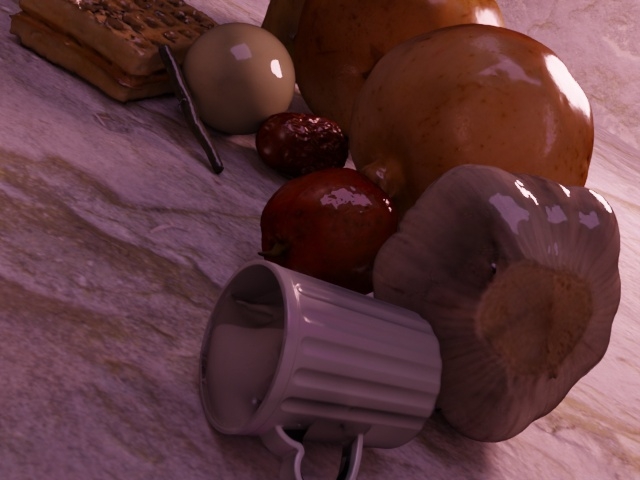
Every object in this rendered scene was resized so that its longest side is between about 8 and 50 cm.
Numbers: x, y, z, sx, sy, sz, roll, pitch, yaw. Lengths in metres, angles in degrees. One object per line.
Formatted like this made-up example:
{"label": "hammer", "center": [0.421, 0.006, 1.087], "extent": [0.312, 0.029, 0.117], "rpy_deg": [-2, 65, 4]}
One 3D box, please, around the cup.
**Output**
{"label": "cup", "center": [-0.003, 0.148, 0.928], "extent": [0.202, 0.221, 0.167], "rpy_deg": [16, -9, -31]}

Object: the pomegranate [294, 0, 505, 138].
{"label": "pomegranate", "center": [0.156, -0.374, 1.831], "extent": [0.417, 0.416, 0.416], "rpy_deg": [23, 24, -11]}

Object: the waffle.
{"label": "waffle", "center": [-0.326, -0.356, 1.634], "extent": [0.261, 0.114, 0.376], "rpy_deg": [34, 24, 9]}

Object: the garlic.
{"label": "garlic", "center": [0.198, 0.066, 1.095], "extent": [0.318, 0.317, 0.259], "rpy_deg": [23, 10, -10]}

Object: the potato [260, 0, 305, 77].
{"label": "potato", "center": [0.036, -0.517, 2.133], "extent": [0.290, 0.296, 0.397], "rpy_deg": [33, 26, 10]}

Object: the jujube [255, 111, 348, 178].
{"label": "jujube", "center": [-0.032, -0.156, 1.537], "extent": [0.112, 0.109, 0.176], "rpy_deg": [25, 16, 37]}

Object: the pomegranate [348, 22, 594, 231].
{"label": "pomegranate", "center": [0.223, -0.141, 1.451], "extent": [0.412, 0.411, 0.411], "rpy_deg": [23, 24, -11]}

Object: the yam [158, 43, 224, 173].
{"label": "yam", "center": [-0.204, -0.205, 1.447], "extent": [0.234, 0.027, 0.029], "rpy_deg": [65, 4, 15]}

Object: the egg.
{"label": "egg", "center": [-0.137, -0.269, 1.547], "extent": [0.186, 0.186, 0.242], "rpy_deg": [31, 8, 8]}

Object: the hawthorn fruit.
{"label": "hawthorn fruit", "center": [0.000, 0.000, 1.182], "extent": [0.200, 0.179, 0.179], "rpy_deg": [-24, 53, -41]}
